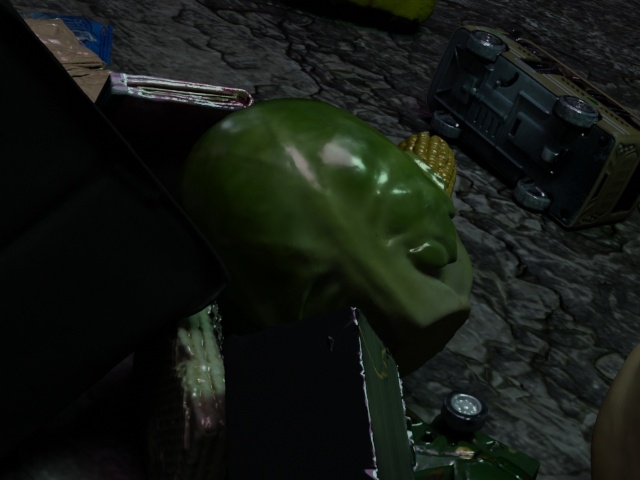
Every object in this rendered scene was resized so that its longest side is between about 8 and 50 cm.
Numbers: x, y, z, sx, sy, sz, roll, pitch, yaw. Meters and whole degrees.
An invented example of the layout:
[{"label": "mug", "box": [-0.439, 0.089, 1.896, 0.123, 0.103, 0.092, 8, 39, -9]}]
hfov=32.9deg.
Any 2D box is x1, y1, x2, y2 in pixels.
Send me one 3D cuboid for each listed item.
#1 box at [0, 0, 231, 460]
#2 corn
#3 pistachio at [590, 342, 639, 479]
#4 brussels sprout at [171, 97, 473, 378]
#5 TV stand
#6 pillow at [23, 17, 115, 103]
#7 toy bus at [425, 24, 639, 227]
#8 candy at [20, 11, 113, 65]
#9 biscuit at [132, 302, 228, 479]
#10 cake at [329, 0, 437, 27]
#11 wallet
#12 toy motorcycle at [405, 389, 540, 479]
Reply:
[{"label": "box", "box": [-0.262, -0.070, 0.706, 0.204, 0.251, 0.345, -39, 44, -5]}, {"label": "corn", "box": [0.097, -0.047, 1.118, 0.080, 0.080, 0.238, 19, 27, 3]}, {"label": "pistachio", "box": [0.317, 0.179, 0.709, 0.238, 0.229, 0.321, -31, 50, -4]}, {"label": "brussels sprout", "box": [0.000, 0.000, 0.848, 0.244, 0.244, 0.244, 13, 29, -7]}, {"label": "TV stand", "box": [0.006, 0.173, 0.558, 0.088, 0.083, 0.269, -17, 53, 14]}, {"label": "pillow", "box": [-0.275, -0.172, 1.153, 0.126, 0.043, 0.232, -9, 45, -44]}, {"label": "toy bus", "box": [0.268, -0.146, 1.318, 0.157, 0.139, 0.289, -4, 36, -39]}, {"label": "candy", "box": [-0.313, -0.234, 1.267, 0.136, 0.038, 0.088, 3, 45, -10]}, {"label": "biscuit", "box": [-0.094, 0.099, 0.719, 0.040, 0.121, 0.199, 5, 32, -19]}, {"label": "cake", "box": [0.063, -0.432, 1.688, 0.260, 0.156, 0.179, 16, 13, -14]}, {"label": "wallet", "box": [-0.149, -0.085, 0.942, 0.119, 0.232, 0.025, 3, 73, -22]}, {"label": "toy motorcycle", "box": [0.058, 0.178, 0.669, 0.275, 0.124, 0.187, 24, 36, 23]}]
